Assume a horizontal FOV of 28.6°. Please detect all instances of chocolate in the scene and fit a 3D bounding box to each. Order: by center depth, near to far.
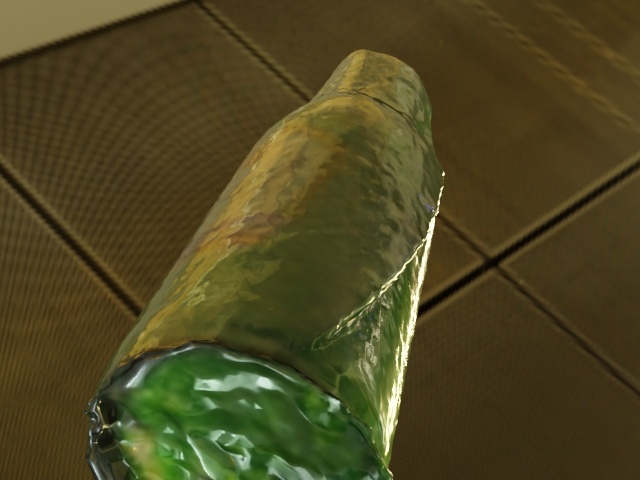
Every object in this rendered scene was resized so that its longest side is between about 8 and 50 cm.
[{"bbox_3d":[0.000,0.000,0.521,0.110,0.110,0.291,23,-146,-1],"label":"chocolate"}]
